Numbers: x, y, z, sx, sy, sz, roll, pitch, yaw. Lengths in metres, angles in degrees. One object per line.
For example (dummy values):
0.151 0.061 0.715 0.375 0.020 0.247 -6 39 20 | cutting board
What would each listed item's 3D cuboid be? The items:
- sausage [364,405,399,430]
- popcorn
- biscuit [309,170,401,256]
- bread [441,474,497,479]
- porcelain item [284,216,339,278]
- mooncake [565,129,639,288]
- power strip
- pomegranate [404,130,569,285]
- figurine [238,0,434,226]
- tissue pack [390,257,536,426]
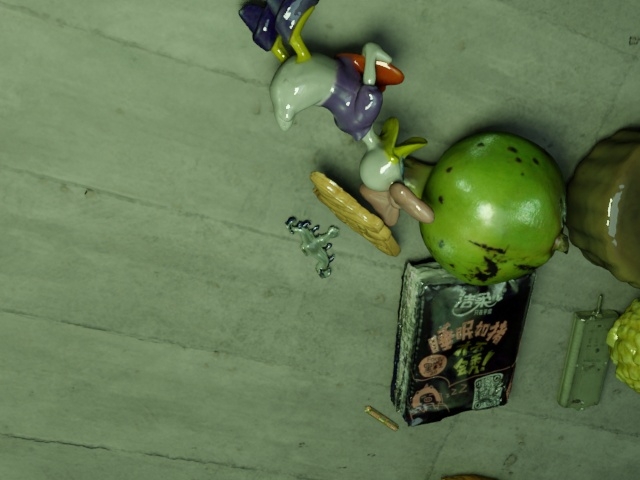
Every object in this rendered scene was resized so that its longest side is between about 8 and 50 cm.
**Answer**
0.124 0.359 1.731 0.100 0.015 0.015 38 102 -26 | sausage
0.680 0.203 1.662 0.258 0.224 0.270 -41 146 -32 | popcorn
0.061 -0.038 1.449 0.035 0.162 0.250 -52 128 -2 | biscuit
0.343 0.629 1.756 0.312 0.312 0.172 16 119 -21 | bread
0.000 0.000 1.520 0.075 0.021 0.136 -32 119 3 | porcelain item
0.587 -0.061 1.547 0.290 0.161 0.291 -5 106 -17 | mooncake
0.550 0.230 1.764 0.092 0.034 0.268 -3 116 -12 | power strip
0.252 -0.058 1.447 0.340 0.260 0.261 12 116 13 | pomegranate
0.037 -0.204 1.317 0.421 0.154 0.193 45 73 -18 | figurine
0.266 0.181 1.625 0.244 0.123 0.333 -6 120 -17 | tissue pack
